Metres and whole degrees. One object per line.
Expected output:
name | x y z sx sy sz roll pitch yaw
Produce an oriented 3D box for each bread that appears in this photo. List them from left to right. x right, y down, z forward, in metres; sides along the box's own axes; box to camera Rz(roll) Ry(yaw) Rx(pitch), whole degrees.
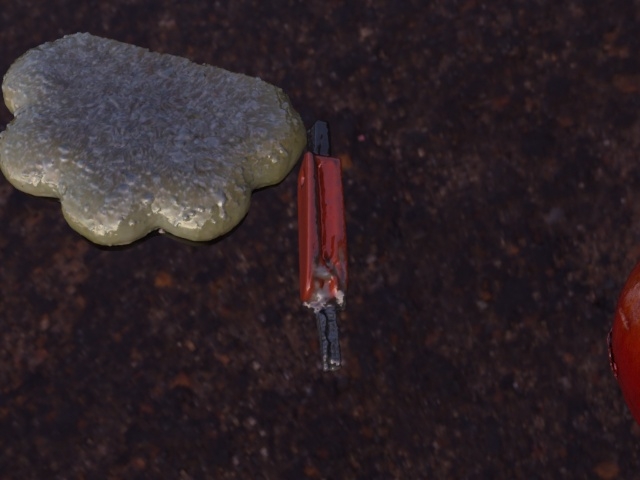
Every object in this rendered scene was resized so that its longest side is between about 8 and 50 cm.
bread | -0.161 -0.084 1.052 0.287 0.056 0.207 12 58 4

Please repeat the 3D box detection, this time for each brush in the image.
brush | -0.001 0.000 1.355 0.051 0.070 0.323 6 58 -17

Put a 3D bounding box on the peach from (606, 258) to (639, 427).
peach | 0.534 0.118 1.431 0.370 0.370 0.370 -11 50 13
